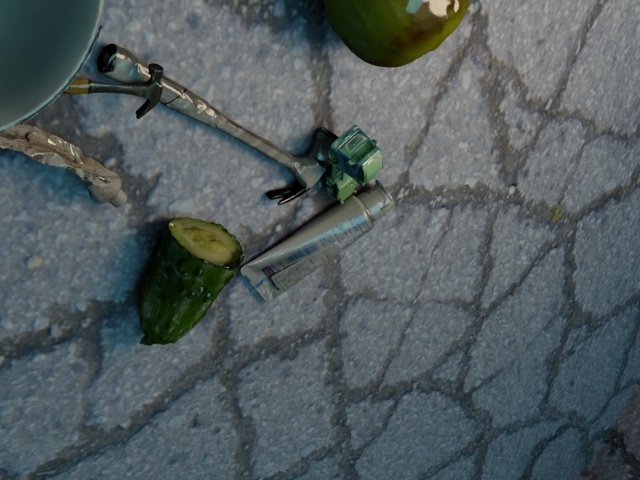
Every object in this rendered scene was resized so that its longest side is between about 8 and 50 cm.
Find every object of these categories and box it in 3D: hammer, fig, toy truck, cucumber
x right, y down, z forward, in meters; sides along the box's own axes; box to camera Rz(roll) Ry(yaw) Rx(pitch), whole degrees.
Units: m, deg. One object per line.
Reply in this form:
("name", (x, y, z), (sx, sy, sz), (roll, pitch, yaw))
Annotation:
("hammer", (-0.305, -0.195, 0.882), (0.201, 0.021, 0.078), (-1, 135, -22))
("hammer", (-0.140, -0.182, 1.034), (0.427, 0.044, 0.152), (28, 102, -44))
("fig", (0.103, -0.360, 0.967), (0.207, 0.207, 0.230), (-42, 137, -4))
("toy truck", (0.056, -0.111, 1.163), (0.067, 0.081, 0.175), (-43, 163, -21))
("cucumber", (-0.230, 0.085, 1.110), (0.134, 0.134, 0.244), (11, 123, -41))

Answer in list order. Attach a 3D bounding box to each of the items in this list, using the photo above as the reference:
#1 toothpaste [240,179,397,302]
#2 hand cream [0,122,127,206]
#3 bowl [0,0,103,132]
("toothpaste", (0.000, 0.000, 1.258), (0.299, 0.073, 0.114), (-35, 136, -1))
("hand cream", (-0.351, -0.105, 0.905), (0.050, 0.084, 0.257), (-45, 141, 9))
("bowl", (-0.404, -0.279, 0.676), (0.346, 0.157, 0.345), (-20, 132, -25))
